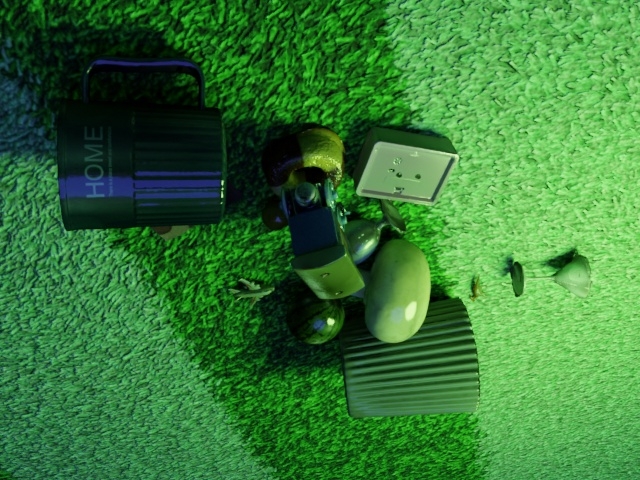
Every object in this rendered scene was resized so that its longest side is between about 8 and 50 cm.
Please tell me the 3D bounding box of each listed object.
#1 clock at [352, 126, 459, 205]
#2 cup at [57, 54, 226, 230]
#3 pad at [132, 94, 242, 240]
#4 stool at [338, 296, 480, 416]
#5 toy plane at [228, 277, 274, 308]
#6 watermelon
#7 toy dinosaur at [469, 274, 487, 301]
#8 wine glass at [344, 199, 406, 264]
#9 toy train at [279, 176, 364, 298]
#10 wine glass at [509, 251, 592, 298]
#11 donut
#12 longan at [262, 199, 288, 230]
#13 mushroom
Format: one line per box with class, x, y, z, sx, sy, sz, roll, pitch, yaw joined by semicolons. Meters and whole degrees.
clock;0.181;-0.159;1.594;0.197;0.063;0.150;6;131;-17
cup;-0.332;-0.170;1.386;0.291;0.308;0.242;0;165;-13
pad;-0.342;-0.140;1.542;0.220;0.004;0.330;-29;132;15
stool;0.219;0.311;1.898;0.329;0.297;0.297;-6;134;0
toy plane;-0.168;0.124;1.801;0.111;0.040;0.102;-14;135;0
watermelon;-0.023;0.199;1.834;0.140;0.141;0.187;22;131;-29
toy dinosaur;0.423;0.129;1.937;0.041;0.026;0.113;8;141;3
wine glass;0.086;-0.004;1.694;0.222;0.103;0.103;-35;130;22
toy train;0.000;0.000;1.519;0.131;0.202;0.300;-13;161;8
wine glass;0.590;0.099;1.890;0.182;0.122;0.122;-3;133;-5
donut;-0.032;-0.152;1.552;0.183;0.073;0.166;-10;137;-1
longan;-0.090;-0.052;1.631;0.075;0.075;0.083;-39;119;23
mushroom;0.160;0.114;1.738;0.202;0.246;0.246;15;131;3
